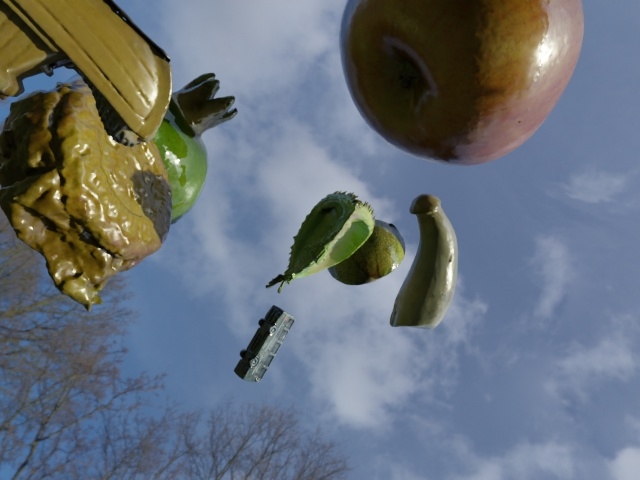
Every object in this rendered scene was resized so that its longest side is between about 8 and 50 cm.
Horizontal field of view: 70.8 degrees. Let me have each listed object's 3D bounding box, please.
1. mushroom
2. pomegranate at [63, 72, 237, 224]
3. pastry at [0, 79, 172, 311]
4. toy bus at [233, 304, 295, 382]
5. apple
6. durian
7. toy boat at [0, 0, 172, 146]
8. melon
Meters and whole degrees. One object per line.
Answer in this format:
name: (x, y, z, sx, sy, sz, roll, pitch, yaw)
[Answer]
mushroom: (0.210, 0.047, 0.872, 0.103, 0.118, 0.270, -152, -111, -74)
pomegranate: (-0.312, -0.176, 0.835, 0.358, 0.310, 0.216, -33, -143, -4)
pastry: (-0.283, -0.075, 0.569, 0.132, 0.235, 0.240, -23, -62, 5)
toy bus: (-0.118, 0.223, 0.968, 0.047, 0.065, 0.166, 23, -100, 46)
apple: (0.213, -0.326, 0.756, 0.400, 0.333, 0.400, 23, -58, 41)
durian: (0.000, 0.000, 0.616, 0.086, 0.100, 0.215, 47, -49, 4)
toy boat: (-0.264, -0.194, 0.356, 0.121, 0.321, 0.089, -50, -154, -4)
melon: (0.082, 0.019, 0.835, 0.160, 0.128, 0.079, -18, -59, 3)
